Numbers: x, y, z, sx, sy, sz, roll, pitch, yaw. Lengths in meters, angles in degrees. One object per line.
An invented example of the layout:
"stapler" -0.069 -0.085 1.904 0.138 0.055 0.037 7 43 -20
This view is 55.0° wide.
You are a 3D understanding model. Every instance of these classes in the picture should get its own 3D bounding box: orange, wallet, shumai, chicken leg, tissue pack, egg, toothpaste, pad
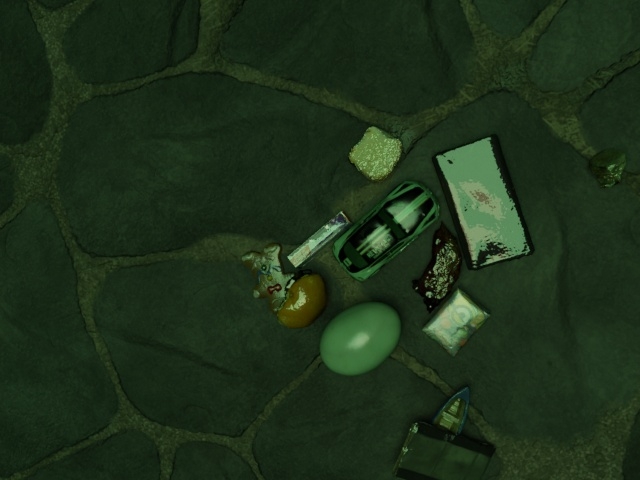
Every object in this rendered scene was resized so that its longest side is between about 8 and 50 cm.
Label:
"orange" -0.040 0.161 1.617 0.112 0.160 0.169 20 142 29
"wallet" 0.410 -0.093 1.556 0.171 0.044 0.320 -18 93 14
"shumai" 0.703 -0.169 1.486 0.083 0.082 0.080 -22 127 25
"chicken leg" 0.306 0.074 1.581 0.105 0.063 0.233 24 97 5
"tissue pack" 0.348 0.207 1.581 0.109 0.060 0.148 41 100 8
"egg" 0.104 0.251 1.581 0.231 0.168 0.168 -37 86 9
"toothpaste" 0.000 0.000 1.651 0.196 0.040 0.047 -40 83 13
"pad" 0.319 0.577 1.598 0.233 0.022 0.174 21 100 -6

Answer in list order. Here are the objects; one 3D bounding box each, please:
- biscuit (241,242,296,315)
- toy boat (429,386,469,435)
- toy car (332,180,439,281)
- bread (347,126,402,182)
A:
"biscuit" -0.130 0.114 1.693 0.138 0.031 0.204 -20 91 12
"toy boat" 0.333 0.475 1.612 0.080 0.046 0.228 26 99 10
"toy car" 0.163 -0.023 1.572 0.306 0.125 0.136 -41 85 13
"bread" 0.147 -0.225 1.603 0.126 0.044 0.129 38 104 14
